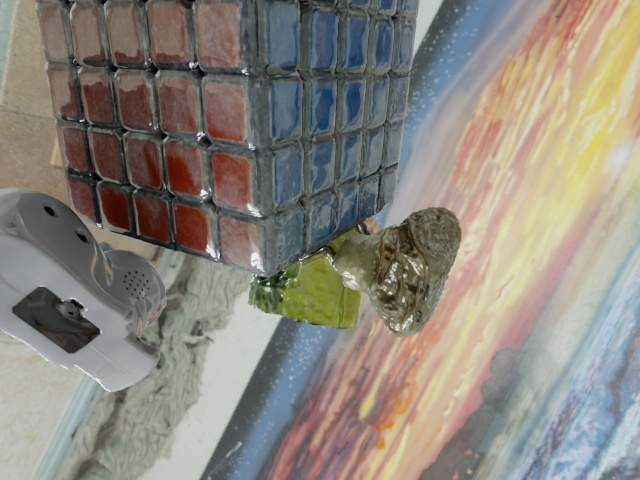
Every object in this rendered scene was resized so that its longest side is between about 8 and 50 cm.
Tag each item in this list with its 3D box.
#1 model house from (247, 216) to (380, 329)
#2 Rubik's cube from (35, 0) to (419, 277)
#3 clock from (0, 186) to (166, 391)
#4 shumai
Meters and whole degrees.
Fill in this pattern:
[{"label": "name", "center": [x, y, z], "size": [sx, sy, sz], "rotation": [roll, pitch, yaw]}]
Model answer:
[{"label": "model house", "center": [0.000, 0.000, 0.715], "size": [0.194, 0.170, 0.211], "rotation": [-21, -55, -78]}, {"label": "Rubik's cube", "center": [-0.068, -0.132, 0.440], "size": [0.237, 0.238, 0.237], "rotation": [-27, -53, -52]}, {"label": "clock", "center": [-0.196, 0.024, 0.393], "size": [0.080, 0.117, 0.176], "rotation": [-36, -63, 11]}, {"label": "shumai", "center": [0.076, 0.026, 0.523], "size": [0.145, 0.116, 0.145], "rotation": [-56, -20, -33]}]
